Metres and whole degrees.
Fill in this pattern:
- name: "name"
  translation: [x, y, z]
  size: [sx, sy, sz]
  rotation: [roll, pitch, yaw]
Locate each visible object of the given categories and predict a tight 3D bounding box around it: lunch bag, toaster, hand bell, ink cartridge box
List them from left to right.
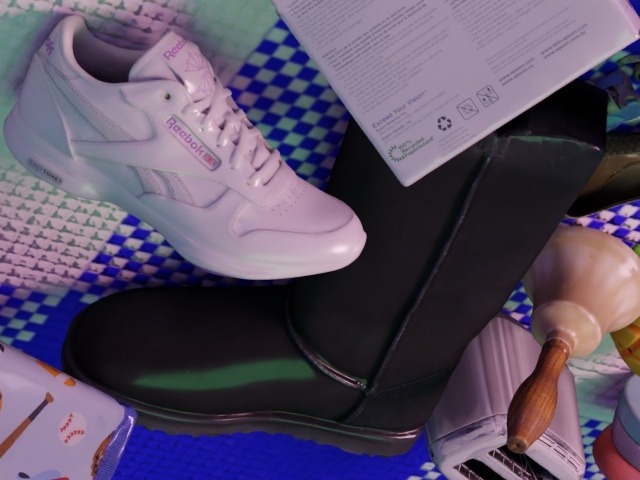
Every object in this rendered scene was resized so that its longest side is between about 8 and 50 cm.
- name: "lunch bag"
  translation: [-0.419, 0.161, 1.725]
  size: [0.385, 0.239, 0.328]
  rotation: [13, 165, 46]
- name: "ink cartridge box"
  translation: [0.089, -0.188, 1.480]
  size: [0.223, 0.045, 0.224]
  rotation: [-32, 102, 21]
- name: "toaster"
  translation: [0.176, 0.171, 1.964]
  size: [0.129, 0.146, 0.227]
  rotation: [-26, 140, 22]
- name: "hand bell"
  translation: [0.212, 0.107, 1.778]
  size: [0.126, 0.242, 0.126]
  rotation: [12, 130, 15]

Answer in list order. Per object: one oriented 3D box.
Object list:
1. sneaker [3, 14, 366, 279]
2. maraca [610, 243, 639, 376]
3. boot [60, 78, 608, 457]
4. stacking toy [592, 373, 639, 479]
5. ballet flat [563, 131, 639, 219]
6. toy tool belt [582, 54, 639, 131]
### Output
- name: "sneaker"
  translation: [-0.099, -0.071, 1.547]
  size: [0.305, 0.114, 0.152]
  rotation: [24, 121, 1]
- name: "maraca"
  translation: [0.332, 0.076, 1.911]
  size: [0.127, 0.099, 0.185]
  rotation: [-18, 121, 35]
- name: "boot"
  translation: [0.002, 0.000, 1.701]
  size: [0.367, 0.146, 0.445]
  rotation: [8, 141, -18]
- name: "stacking toy"
  translation: [0.456, 0.241, 2.021]
  size: [0.279, 0.309, 0.130]
  rotation: [-1, 127, -36]
- name: "ballet flat"
  translation: [0.279, -0.059, 1.746]
  size: [0.250, 0.058, 0.084]
  rotation: [-15, 142, 10]
- name: "toy tool belt"
  translation: [0.252, -0.115, 1.671]
  size: [0.083, 0.051, 0.052]
  rotation: [-29, 139, 26]
